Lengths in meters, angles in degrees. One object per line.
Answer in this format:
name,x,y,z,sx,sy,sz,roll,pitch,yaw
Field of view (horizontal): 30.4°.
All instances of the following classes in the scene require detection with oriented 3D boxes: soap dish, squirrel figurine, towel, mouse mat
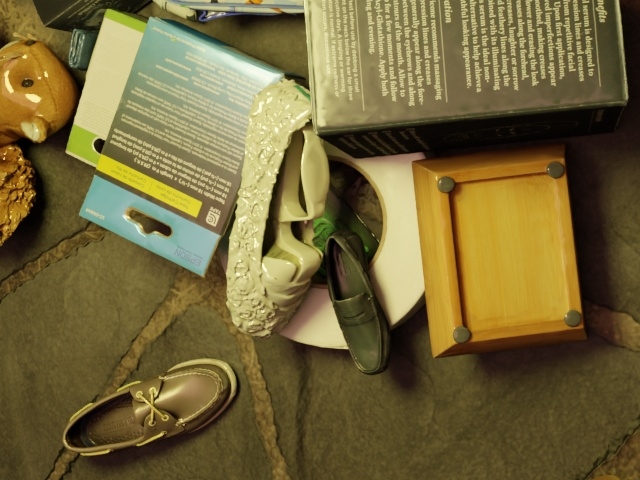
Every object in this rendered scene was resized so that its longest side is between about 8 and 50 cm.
soap dish,0.260,0.015,1.681,0.228,0.118,0.291,-6,91,-2
squirrel figurine,-0.585,-0.190,2.042,0.370,0.281,0.397,2,108,13
towel,-0.384,-0.318,1.987,0.029,0.119,0.067,17,99,17
mouse mat,0.000,0.000,1.896,0.152,0.007,0.190,-45,76,19

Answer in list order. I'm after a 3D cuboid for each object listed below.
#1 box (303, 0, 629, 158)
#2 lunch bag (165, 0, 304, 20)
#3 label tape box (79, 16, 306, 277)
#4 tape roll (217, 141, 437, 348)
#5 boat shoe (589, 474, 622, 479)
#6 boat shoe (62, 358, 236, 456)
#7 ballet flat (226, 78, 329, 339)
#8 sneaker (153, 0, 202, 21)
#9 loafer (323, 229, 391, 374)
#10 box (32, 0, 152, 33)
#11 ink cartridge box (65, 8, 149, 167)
box,0.201,-0.244,1.592,0.395,0.293,0.212,-4,87,11
lunch bag,-0.114,-0.460,1.811,0.303,0.115,0.243,3,107,1
label tape box,-0.201,-0.146,1.829,0.240,0.106,0.334,26,102,15
tape roll,0.018,-0.027,1.844,0.391,0.072,0.392,1,93,23
boat shoe,0.367,0.459,1.716,0.089,0.105,0.285,29,113,-19
boat shoe,-0.291,0.288,1.988,0.324,0.096,0.117,-22,84,23
ballet flat,-0.054,-0.027,1.719,0.147,0.147,0.409,13,111,23
sneaker,-0.177,-0.478,1.916,0.091,0.094,0.258,30,110,1
loafer,0.048,0.094,1.755,0.076,0.078,0.223,-15,86,23
box,-0.374,-0.422,1.956,0.156,0.158,0.093,-29,80,23
ink cartridge box,-0.298,-0.234,1.967,0.188,0.097,0.255,25,103,20
